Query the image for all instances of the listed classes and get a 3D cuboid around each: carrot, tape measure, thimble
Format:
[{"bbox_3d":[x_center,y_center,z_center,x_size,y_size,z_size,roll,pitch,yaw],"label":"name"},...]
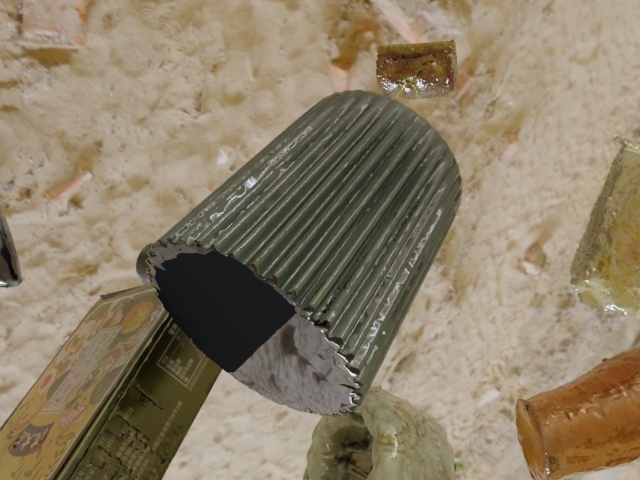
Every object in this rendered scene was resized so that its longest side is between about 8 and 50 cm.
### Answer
[{"bbox_3d":[0.457,0.291,1.070,0.254,0.196,0.196,-14,135,-1],"label":"carrot"},{"bbox_3d":[-0.344,0.080,1.485,0.104,0.179,0.107,-39,142,-28],"label":"tape measure"},{"bbox_3d":[0.112,0.430,1.240,0.195,0.291,0.292,26,103,-23],"label":"thimble"}]

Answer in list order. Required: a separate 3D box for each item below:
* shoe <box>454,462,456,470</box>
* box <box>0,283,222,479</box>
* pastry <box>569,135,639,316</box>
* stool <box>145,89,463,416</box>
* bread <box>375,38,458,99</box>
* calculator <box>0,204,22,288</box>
[{"bbox_3d":[0.244,0.496,1.467,0.291,0.137,0.114,-49,157,-66],"label":"shoe"},{"bbox_3d":[-0.348,0.261,1.045,0.138,0.372,0.420,48,51,-25],"label":"box"},{"bbox_3d":[0.461,-0.015,0.966,0.089,0.121,0.259,-6,113,-71],"label":"pastry"},{"bbox_3d":[0.000,0.000,0.816,0.330,0.297,0.297,-52,147,-33],"label":"stool"},{"bbox_3d":[0.213,-0.368,1.410,0.132,0.172,0.103,53,41,-65],"label":"bread"},{"bbox_3d":[-0.447,-0.039,0.685,0.177,0.268,0.040,-30,180,-11],"label":"calculator"}]
